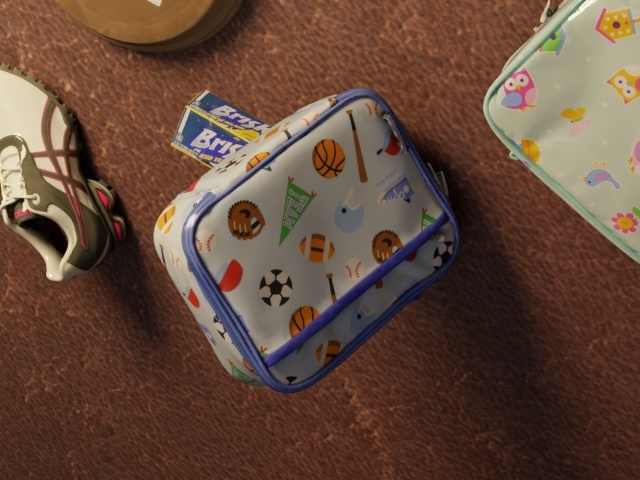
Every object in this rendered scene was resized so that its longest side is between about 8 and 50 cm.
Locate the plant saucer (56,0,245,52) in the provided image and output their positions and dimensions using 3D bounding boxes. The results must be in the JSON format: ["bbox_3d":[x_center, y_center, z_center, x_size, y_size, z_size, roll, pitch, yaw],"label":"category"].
[{"bbox_3d":[-0.200,-0.325,1.321,0.277,0.041,0.278,9,121,16],"label":"plant saucer"}]

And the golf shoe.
[{"bbox_3d":[-0.333,-0.082,1.464,0.105,0.120,0.273,-24,105,33],"label":"golf shoe"}]

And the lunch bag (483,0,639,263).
[{"bbox_3d":[0.303,-0.116,1.192,0.279,0.108,0.224,43,127,-4],"label":"lunch bag"}]

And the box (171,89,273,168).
[{"bbox_3d":[-0.076,-0.097,1.388,0.169,0.054,0.059,29,124,4],"label":"box"}]

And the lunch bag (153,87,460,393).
[{"bbox_3d":[0.000,0.000,1.279,0.243,0.303,0.115,60,154,-14],"label":"lunch bag"}]
